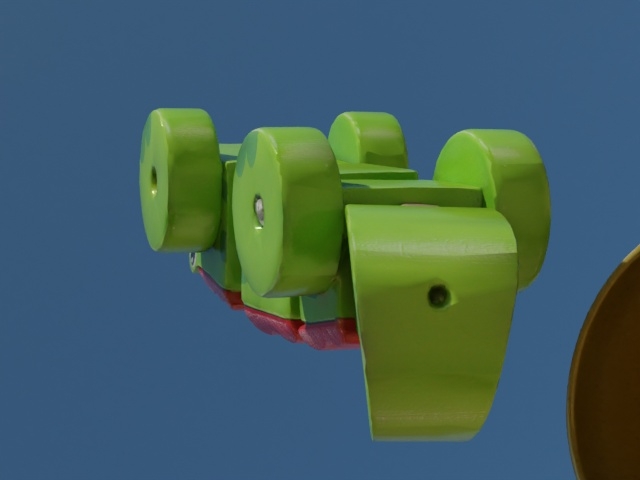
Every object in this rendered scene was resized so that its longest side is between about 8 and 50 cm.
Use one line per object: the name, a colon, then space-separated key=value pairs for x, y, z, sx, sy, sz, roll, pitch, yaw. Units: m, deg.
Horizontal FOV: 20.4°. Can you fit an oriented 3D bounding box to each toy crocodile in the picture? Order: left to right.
toy crocodile: x=0.000 y=0.000 z=0.753 sx=0.115 sy=0.340 sz=0.105 roll=-1 pitch=-82 yaw=-21

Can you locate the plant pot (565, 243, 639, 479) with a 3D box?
plant pot: x=0.176 y=0.065 z=0.687 sx=0.095 sy=0.134 sz=0.134 roll=13 pitch=-78 yaw=-35
